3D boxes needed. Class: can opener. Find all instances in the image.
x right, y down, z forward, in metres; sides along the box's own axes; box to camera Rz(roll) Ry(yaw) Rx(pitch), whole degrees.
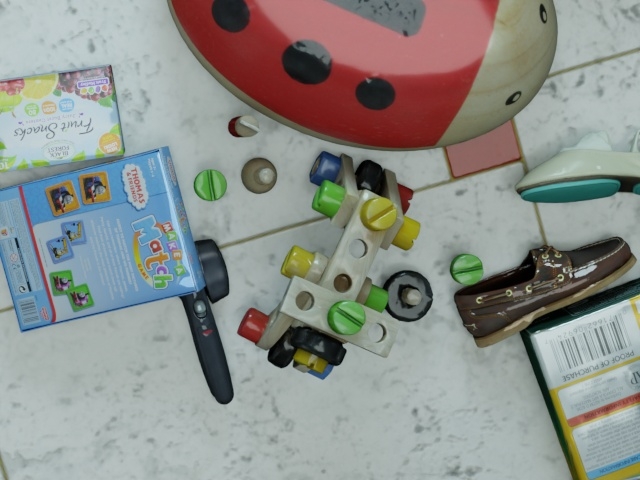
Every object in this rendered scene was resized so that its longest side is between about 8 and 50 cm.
[{"bbox_3d":[-0.128,0.094,1.917,0.073,0.059,0.186,-12,98,-3],"label":"can opener"}]

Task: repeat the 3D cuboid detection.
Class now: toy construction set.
[{"bbox_3d":[0.000,0.000,1.816,0.257,0.237,0.309,-40,97,-5],"label":"toy construction set"}]

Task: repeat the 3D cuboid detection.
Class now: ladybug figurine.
[{"bbox_3d":[0.042,-0.251,1.833,0.449,0.162,0.305,14,96,-6],"label":"ladybug figurine"}]

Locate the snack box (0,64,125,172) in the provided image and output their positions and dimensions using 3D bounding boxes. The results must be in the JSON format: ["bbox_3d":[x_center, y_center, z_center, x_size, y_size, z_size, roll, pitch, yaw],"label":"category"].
[{"bbox_3d":[-0.291,-0.133,1.887,0.141,0.037,0.100,-9,99,-3],"label":"snack box"}]

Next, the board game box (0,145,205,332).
[{"bbox_3d":[-0.246,0.000,1.877,0.211,0.039,0.160,-13,96,15],"label":"board game box"}]

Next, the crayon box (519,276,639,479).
[{"bbox_3d":[0.375,0.212,1.957,0.203,0.083,0.323,-20,98,-2],"label":"crayon box"}]

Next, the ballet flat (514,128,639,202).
[{"bbox_3d":[0.337,-0.085,1.926,0.248,0.086,0.086,0,97,-6],"label":"ballet flat"}]

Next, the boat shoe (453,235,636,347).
[{"bbox_3d":[0.250,0.044,1.931,0.207,0.073,0.073,-28,100,0],"label":"boat shoe"}]
